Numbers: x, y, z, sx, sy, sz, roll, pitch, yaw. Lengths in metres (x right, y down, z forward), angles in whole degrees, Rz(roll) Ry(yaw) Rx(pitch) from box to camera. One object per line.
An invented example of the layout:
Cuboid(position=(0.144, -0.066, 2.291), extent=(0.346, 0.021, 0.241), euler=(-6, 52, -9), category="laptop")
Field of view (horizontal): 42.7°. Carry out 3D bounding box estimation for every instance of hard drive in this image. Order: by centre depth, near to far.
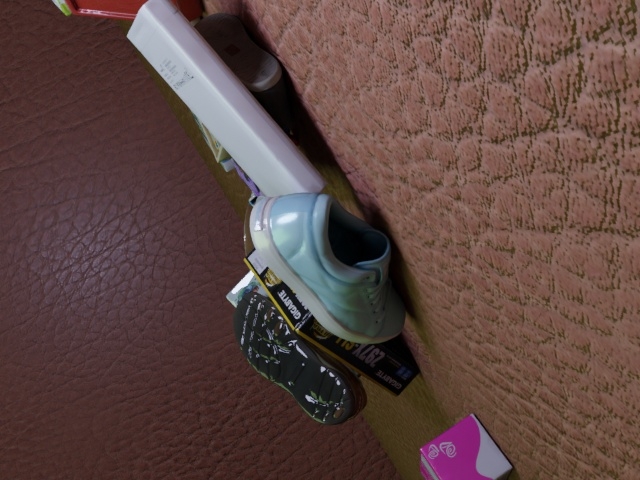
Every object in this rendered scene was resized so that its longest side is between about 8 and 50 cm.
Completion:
Cuboid(position=(-0.149, -0.204, 1.250), extent=(0.353, 0.047, 0.233), euler=(49, 168, -15), category="hard drive")

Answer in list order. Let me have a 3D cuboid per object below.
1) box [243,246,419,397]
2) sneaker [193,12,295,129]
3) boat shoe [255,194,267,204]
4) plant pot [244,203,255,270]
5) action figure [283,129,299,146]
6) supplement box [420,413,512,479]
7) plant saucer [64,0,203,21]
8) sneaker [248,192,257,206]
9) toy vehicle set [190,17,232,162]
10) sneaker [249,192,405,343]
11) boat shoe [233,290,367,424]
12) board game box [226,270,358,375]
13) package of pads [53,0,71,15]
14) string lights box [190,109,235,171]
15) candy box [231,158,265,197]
Cuboid(position=(0.023, 0.148, 1.594), extent=(0.322, 0.079, 0.257), euler=(38, -176, -39), category="box")
Cuboid(position=(-0.122, -0.256, 1.261), extent=(0.222, 0.083, 0.118), euler=(50, 170, 37), category="sneaker")
Cuboid(position=(0.000, 0.000, 1.492), extent=(0.302, 0.091, 0.114), euler=(47, 144, 29), category="boat shoe")
Cuboid(position=(-0.158, -0.001, 2.259), extent=(0.236, 0.032, 0.236), euler=(-3, -90, -75), category="plant pot")
Cuboid(position=(-0.061, -0.187, 1.365), extent=(0.038, 0.030, 0.115), euler=(43, 166, 43), category="action figure")
Cuboid(position=(0.247, 0.396, 1.413), extent=(0.114, 0.111, 0.220), euler=(55, 171, 23), category="supplement box")
Cuboid(position=(-0.345, -0.444, 1.378), extent=(0.258, 0.259, 0.048), euler=(88, -170, -74), category="plant saucer")
Cuboid(position=(-0.134, -0.116, 1.878), extent=(0.071, 0.083, 0.190), euler=(60, 173, -24), category="sneaker")
Cuboid(position=(-0.223, -0.302, 1.582), extent=(0.267, 0.035, 0.166), euler=(65, 160, 13), category="toy vehicle set")
Cuboid(position=(0.055, 0.053, 1.223), extent=(0.150, 0.135, 0.366), euler=(-8, 148, 36), category="sneaker")
Cuboid(position=(-0.039, 0.226, 1.560), extent=(0.324, 0.122, 0.120), euler=(45, -162, 28), category="boat shoe")
Cuboid(position=(-0.037, 0.192, 1.734), extent=(0.303, 0.097, 0.224), euler=(44, -173, 10), category="board game box")
Cuboid(position=(-0.476, -0.600, 1.574), extent=(0.296, 0.229, 0.101), euler=(56, 172, 17), category="package of pads")
Cuboid(position=(-0.254, -0.299, 1.919), extent=(0.133, 0.077, 0.260), euler=(53, 171, 38), category="string lights box")
Cuboid(position=(-0.152, -0.191, 1.732), extent=(0.165, 0.070, 0.196), euler=(49, 168, 47), category="candy box")
